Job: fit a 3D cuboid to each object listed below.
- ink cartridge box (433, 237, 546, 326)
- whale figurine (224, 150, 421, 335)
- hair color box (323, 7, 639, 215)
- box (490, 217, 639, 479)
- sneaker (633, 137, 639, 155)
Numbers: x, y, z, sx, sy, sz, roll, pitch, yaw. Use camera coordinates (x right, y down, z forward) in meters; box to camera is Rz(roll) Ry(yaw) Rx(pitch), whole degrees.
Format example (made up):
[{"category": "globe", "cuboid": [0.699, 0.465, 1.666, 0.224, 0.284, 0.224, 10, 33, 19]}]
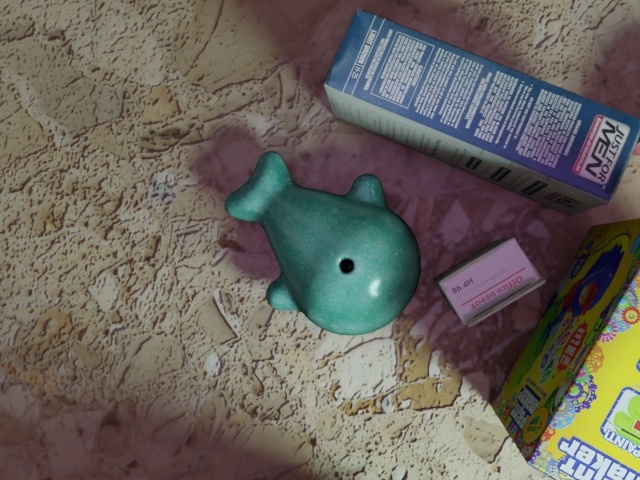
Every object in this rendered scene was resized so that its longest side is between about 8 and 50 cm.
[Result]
[{"category": "ink cartridge box", "cuboid": [0.199, 0.047, 0.909, 0.104, 0.180, 0.060, -32, 86, 4]}, {"category": "whale figurine", "cuboid": [0.000, 0.000, 0.950, 0.272, 0.141, 0.216, 41, 93, 6]}, {"category": "hair color box", "cuboid": [0.186, -0.149, 0.918, 0.347, 0.174, 0.105, 24, 90, 5]}, {"category": "box", "cuboid": [0.350, 0.137, 0.837, 0.177, 0.290, 0.279, 29, 91, 6]}, {"category": "sneaker", "cuboid": [0.535, -0.128, 0.911, 0.314, 0.116, 0.136, -13, 89, 5]}]
